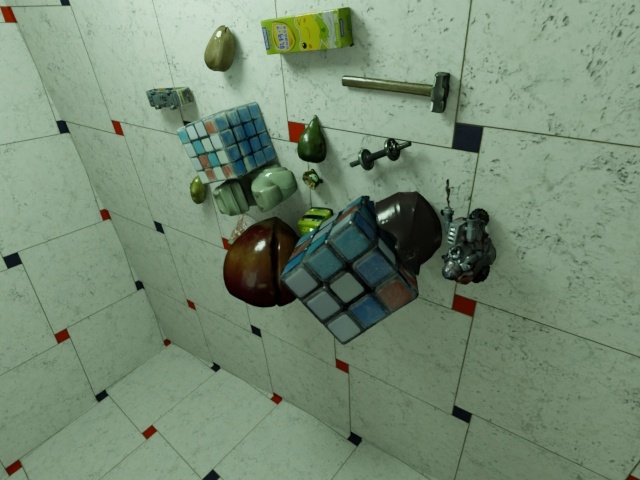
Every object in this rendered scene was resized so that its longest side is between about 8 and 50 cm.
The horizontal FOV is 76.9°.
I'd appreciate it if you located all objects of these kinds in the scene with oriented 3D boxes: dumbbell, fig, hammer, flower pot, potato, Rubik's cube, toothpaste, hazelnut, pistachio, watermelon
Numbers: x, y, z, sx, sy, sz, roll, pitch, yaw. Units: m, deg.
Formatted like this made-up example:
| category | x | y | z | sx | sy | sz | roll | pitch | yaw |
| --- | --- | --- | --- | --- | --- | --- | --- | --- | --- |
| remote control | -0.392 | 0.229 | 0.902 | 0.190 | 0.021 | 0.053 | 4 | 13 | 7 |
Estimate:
| category | x | y | z | sx | sy | sz | roll | pitch | yaw |
| --- | --- | --- | --- | --- | --- | --- | --- | --- | --- |
| dumbbell | 0.203 | -0.297 | 1.399 | 0.254 | 0.081 | 0.081 | -12 | 112 | 44 |
| fig | -0.035 | -0.381 | 1.526 | 0.117 | 0.117 | 0.177 | 15 | 118 | 31 |
| hammer | 0.226 | -0.485 | 1.275 | 0.365 | 0.043 | 0.111 | 21 | 133 | 30 |
| flower pot | -0.269 | -0.214 | 1.726 | 0.368 | 0.254 | 0.164 | 0 | 120 | 38 |
| potato | -0.645 | -0.260 | 2.122 | 0.085 | 0.105 | 0.188 | 23 | 148 | 1 |
| Rubik's cube | 0.112 | 0.094 | 1.471 | 0.363 | 0.359 | 0.362 | -35 | 103 | 18 |
| Rubik's cube | -0.384 | -0.403 | 1.678 | 0.253 | 0.256 | 0.259 | 2 | 120 | 39 |
| toothpaste | -0.047 | -0.682 | 1.322 | 0.328 | 0.077 | 0.110 | 13 | 128 | 33 |
| hazelnut | -0.250 | 0.109 | 1.791 | 0.402 | 0.429 | 0.402 | 0 | 99 | 0 |
| pistachio | -0.384 | -0.733 | 1.554 | 0.108 | 0.126 | 0.185 | 12 | 141 | -25 |
| watermelon | -0.355 | -0.033 | 2.037 | 0.207 | 0.136 | 0.202 | -24 | 109 | 32 |

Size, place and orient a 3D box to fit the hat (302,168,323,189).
| category | x | y | z | sx | sy | sz | roll | pitch | yaw |
| --- | --- | --- | --- | --- | --- | --- | --- | --- | --- |
| hat | -0.032 | -0.252 | 1.645 | 0.077 | 0.059 | 0.076 | 43 | 154 | 14 |

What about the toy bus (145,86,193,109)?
| category | x | y | z | sx | sy | sz | roll | pitch | yaw |
| --- | --- | --- | --- | --- | --- | --- | --- | --- | --- |
| toy bus | -0.698 | -0.660 | 1.862 | 0.268 | 0.106 | 0.092 | 13 | 128 | 36 |

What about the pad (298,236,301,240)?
| category | x | y | z | sx | sy | sz | roll | pitch | yaw |
| --- | --- | --- | --- | --- | --- | --- | --- | --- | --- |
| pad | -0.138 | 0.067 | 1.998 | 0.174 | 0.022 | 0.233 | 15 | 127 | 32 |

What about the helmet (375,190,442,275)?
| category | x | y | z | sx | sy | sz | roll | pitch | yaw |
| --- | --- | --- | --- | --- | --- | --- | --- | --- | --- |
| helmet | 0.327 | -0.043 | 1.399 | 0.177 | 0.225 | 0.305 | -35 | 101 | 17 |

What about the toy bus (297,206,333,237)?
| category | x | y | z | sx | sy | sz | roll | pitch | yaw |
| --- | --- | --- | --- | --- | --- | --- | --- | --- | --- |
| toy bus | 0.000 | 0.000 | 1.736 | 0.128 | 0.150 | 0.262 | 8 | 124 | 34 |

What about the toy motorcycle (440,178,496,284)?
| category | x | y | z | sx | sy | sz | roll | pitch | yaw |
| --- | --- | --- | --- | --- | --- | --- | --- | --- | --- |
| toy motorcycle | 0.467 | -0.006 | 1.309 | 0.134 | 0.207 | 0.400 | 33 | 141 | 53 |
